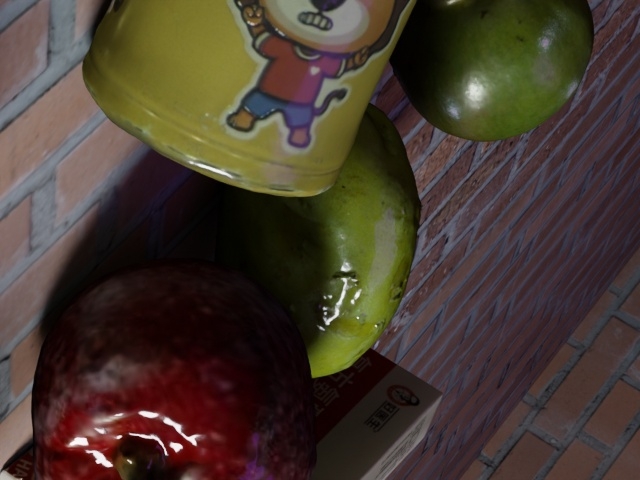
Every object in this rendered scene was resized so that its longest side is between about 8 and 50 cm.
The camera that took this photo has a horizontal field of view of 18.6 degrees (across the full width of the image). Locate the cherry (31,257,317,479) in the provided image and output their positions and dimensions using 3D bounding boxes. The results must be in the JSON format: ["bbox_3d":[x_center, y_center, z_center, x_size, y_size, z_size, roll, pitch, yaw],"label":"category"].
[{"bbox_3d":[-0.103,0.123,1.410,0.300,0.203,0.230,-72,150,-76],"label":"cherry"}]

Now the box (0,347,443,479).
[{"bbox_3d":[-0.074,0.172,1.598,0.353,0.214,0.069,-42,157,-47],"label":"box"}]

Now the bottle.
[{"bbox_3d":[-0.001,-0.213,1.129,0.171,0.171,0.351,-26,144,-63],"label":"bottle"}]

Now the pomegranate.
[{"bbox_3d":[0.139,-0.179,1.629,0.179,0.179,0.210,-55,165,-7],"label":"pomegranate"}]

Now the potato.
[{"bbox_3d":[0.000,0.000,1.542,0.148,0.186,0.253,-14,149,-29],"label":"potato"}]
